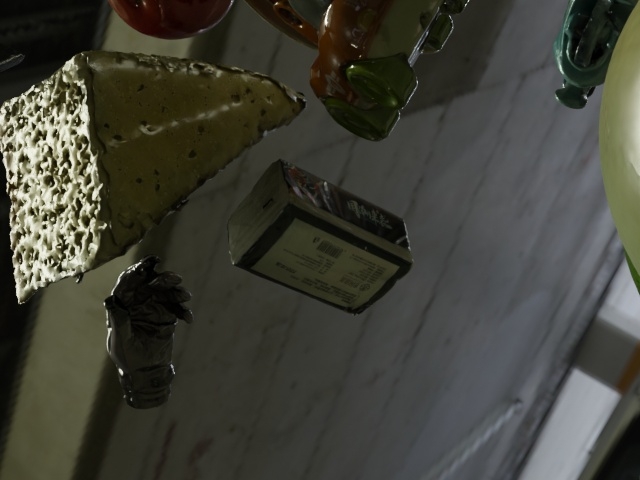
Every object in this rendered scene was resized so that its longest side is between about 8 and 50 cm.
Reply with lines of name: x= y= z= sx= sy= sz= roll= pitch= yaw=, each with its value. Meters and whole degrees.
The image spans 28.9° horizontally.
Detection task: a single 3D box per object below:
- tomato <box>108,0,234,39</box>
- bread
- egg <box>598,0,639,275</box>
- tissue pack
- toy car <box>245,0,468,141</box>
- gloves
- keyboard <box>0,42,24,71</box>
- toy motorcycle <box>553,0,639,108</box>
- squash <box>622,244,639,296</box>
tomato: x=-0.203 y=-0.351 z=1.629 sx=0.136 sy=0.195 sz=0.195 roll=-52 pitch=-22 yaw=-33
bread: x=-0.177 y=-0.059 z=1.355 sx=0.315 sy=0.248 sz=0.279 roll=11 pitch=-112 yaw=-34
egg: x=0.248 y=-0.025 z=0.550 sx=0.218 sy=0.218 sz=0.295 roll=-54 pitch=-50 yaw=-13
tissue pack: x=0.000 y=0.001 z=1.275 sx=0.170 sy=0.090 sz=0.103 roll=27 pitch=-59 yaw=-31
toy car: x=0.013 y=-0.221 z=1.190 sx=0.145 sy=0.235 sz=0.235 roll=-59 pitch=-21 yaw=-12
gloves: x=-0.256 y=0.132 z=1.791 sx=0.142 sy=0.119 sz=0.285 roll=-25 pitch=-33 yaw=-40
keyboard: x=-0.414 y=-0.160 z=1.208 sx=0.041 sy=0.103 sz=0.381 roll=-66 pitch=-6 yaw=19
toy motorcycle: x=0.340 y=-0.276 z=1.452 sx=0.260 sy=0.154 sz=0.206 roll=-61 pitch=-11 yaw=-23
squash: x=0.460 y=0.072 z=1.550 sx=0.107 sy=0.107 sz=0.395 roll=-47 pitch=-61 yaw=-30
